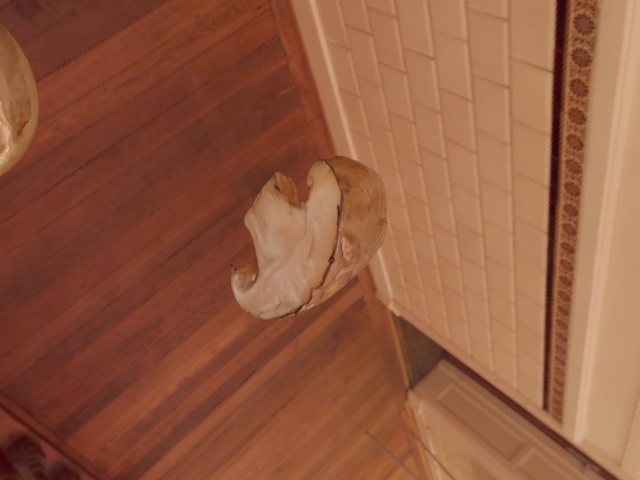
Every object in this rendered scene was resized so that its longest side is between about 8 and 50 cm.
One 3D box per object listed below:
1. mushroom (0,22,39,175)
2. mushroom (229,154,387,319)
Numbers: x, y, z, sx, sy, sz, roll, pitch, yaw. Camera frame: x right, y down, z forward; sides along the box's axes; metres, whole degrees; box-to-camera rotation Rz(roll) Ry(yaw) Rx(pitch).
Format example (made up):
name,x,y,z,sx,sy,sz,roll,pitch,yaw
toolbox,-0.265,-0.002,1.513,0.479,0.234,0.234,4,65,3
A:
name,x,y,z,sx,sy,sz,roll,pitch,yaw
mushroom,-0.416,-0.152,0.669,0.215,0.207,0.207,-50,161,-70
mushroom,0.000,0.000,0.816,0.151,0.156,0.286,-12,155,-40
